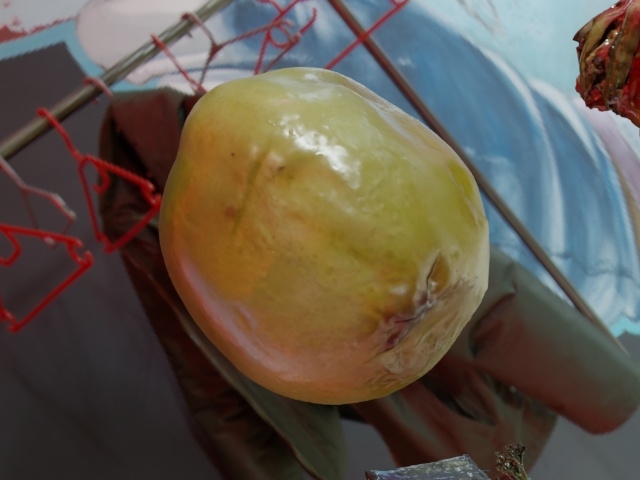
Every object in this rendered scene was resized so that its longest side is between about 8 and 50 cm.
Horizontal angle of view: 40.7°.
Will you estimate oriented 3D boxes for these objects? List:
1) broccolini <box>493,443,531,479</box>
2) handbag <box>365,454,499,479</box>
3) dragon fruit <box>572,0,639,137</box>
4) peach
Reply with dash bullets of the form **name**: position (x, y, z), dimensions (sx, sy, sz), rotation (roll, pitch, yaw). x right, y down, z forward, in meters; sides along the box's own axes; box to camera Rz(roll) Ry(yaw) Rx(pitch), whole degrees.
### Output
- **broccolini**: position (0.327, 0.358, 1.226), dimensions (0.052, 0.194, 0.054), rotation (-35, -33, -40)
- **handbag**: position (0.158, 0.330, 1.024), dimensions (0.175, 0.088, 0.270), rotation (-11, 13, -12)
- **dragon fruit**: position (0.431, -0.204, 0.922), dimensions (0.303, 0.237, 0.231), rotation (-15, 40, 0)
- **peach**: position (-0.001, -0.002, 0.799), dimensions (0.314, 0.316, 0.281), rotation (14, -71, -58)
